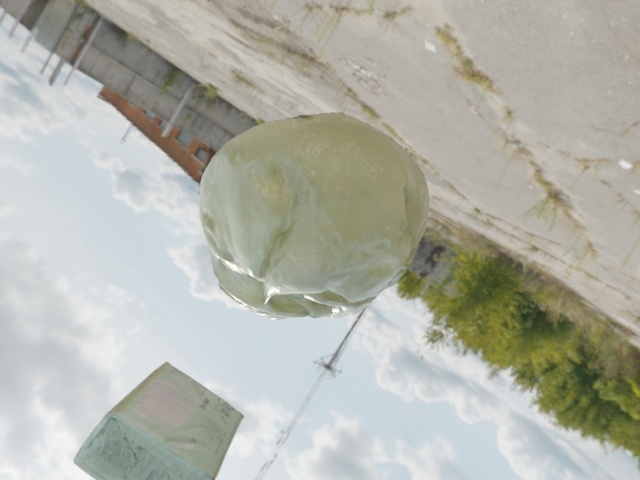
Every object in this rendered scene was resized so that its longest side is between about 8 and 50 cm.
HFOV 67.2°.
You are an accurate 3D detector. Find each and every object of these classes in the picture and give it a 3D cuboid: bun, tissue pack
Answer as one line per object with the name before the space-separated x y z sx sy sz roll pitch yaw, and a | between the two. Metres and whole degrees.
bun | 0.000 0.000 0.498 0.259 0.259 0.160 24 -135 -53
tissue pack | -0.428 0.558 1.372 0.331 0.205 0.405 36 -178 -1
